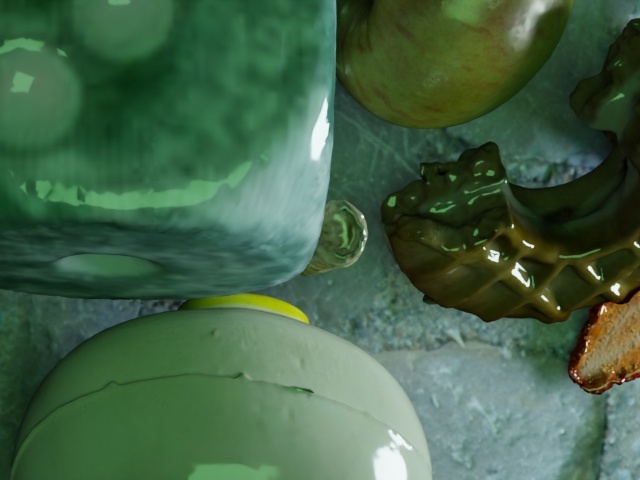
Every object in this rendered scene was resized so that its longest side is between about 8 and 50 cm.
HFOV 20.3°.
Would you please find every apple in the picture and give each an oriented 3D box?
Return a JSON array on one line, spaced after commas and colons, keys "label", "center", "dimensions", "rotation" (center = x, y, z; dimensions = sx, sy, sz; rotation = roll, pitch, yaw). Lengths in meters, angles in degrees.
[{"label": "apple", "center": [0.117, -0.227, 1.623], "dimensions": [0.194, 0.261, 0.261], "rotation": [16, 93, -31]}]

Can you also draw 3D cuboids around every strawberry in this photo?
[{"label": "strawberry", "center": [0.308, 0.088, 1.802], "dimensions": [0.152, 0.048, 0.104], "rotation": [-41, 110, 9]}]

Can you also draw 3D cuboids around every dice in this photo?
[{"label": "dice", "center": [-0.165, -0.142, 1.492], "dimensions": [0.327, 0.330, 0.348], "rotation": [1, 76, -8]}]

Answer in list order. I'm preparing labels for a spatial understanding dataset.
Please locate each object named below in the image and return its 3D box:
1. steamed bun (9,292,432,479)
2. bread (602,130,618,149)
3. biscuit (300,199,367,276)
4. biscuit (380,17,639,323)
[{"label": "steamed bun", "center": [-0.087, 0.218, 1.596], "dimensions": [0.373, 0.334, 0.334], "rotation": [10, 94, -8]}, {"label": "bread", "center": [0.401, -0.089, 1.784], "dimensions": [0.271, 0.077, 0.139], "rotation": [34, 92, -16]}, {"label": "biscuit", "center": [0.000, 0.000, 1.639], "dimensions": [0.055, 0.219, 0.061], "rotation": [-9, 89, -11]}, {"label": "biscuit", "center": [0.250, -0.042, 1.670], "dimensions": [0.366, 0.115, 0.268], "rotation": [-33, 135, 23]}]
